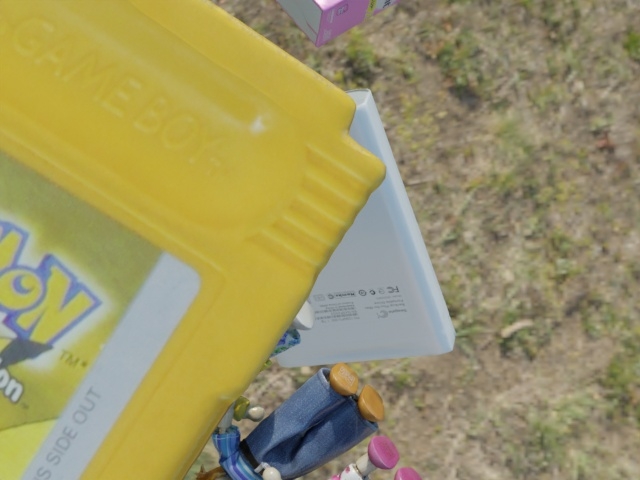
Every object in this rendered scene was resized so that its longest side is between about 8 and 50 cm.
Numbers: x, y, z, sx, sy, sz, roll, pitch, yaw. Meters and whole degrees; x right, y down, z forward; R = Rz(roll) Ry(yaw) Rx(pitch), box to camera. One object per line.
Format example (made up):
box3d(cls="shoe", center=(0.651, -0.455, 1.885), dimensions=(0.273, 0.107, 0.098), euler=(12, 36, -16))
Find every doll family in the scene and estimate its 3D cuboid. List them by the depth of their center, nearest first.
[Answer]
box3d(cls="doll family", center=(-0.049, 0.131, 0.855), dimensions=(0.263, 0.163, 0.118), euler=(51, 18, -4))

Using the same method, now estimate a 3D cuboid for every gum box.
box3d(cls="gum box", center=(-0.015, -0.295, 1.167), dimensions=(0.107, 0.062, 0.188), euler=(-33, 72, -21))

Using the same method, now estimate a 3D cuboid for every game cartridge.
box3d(cls="game cartridge", center=(-0.168, 0.013, 0.485), dimensions=(0.285, 0.052, 0.323), euler=(32, 96, -9))

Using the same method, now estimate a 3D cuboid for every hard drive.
box3d(cls="hard drive", center=(0.000, 0.000, 1.200), dimensions=(0.040, 0.203, 0.307), euler=(-69, 145, -49))
